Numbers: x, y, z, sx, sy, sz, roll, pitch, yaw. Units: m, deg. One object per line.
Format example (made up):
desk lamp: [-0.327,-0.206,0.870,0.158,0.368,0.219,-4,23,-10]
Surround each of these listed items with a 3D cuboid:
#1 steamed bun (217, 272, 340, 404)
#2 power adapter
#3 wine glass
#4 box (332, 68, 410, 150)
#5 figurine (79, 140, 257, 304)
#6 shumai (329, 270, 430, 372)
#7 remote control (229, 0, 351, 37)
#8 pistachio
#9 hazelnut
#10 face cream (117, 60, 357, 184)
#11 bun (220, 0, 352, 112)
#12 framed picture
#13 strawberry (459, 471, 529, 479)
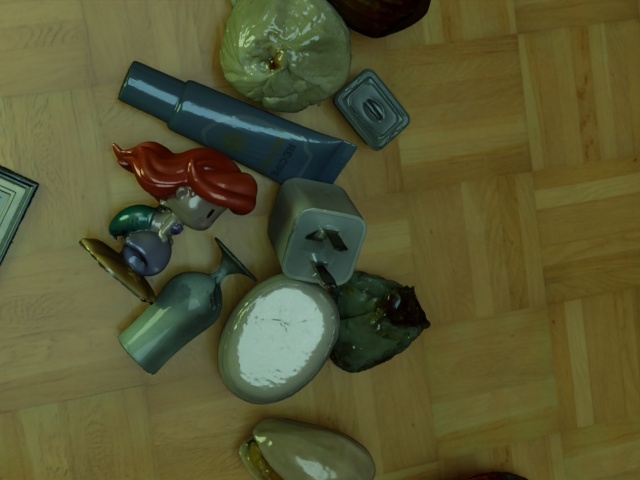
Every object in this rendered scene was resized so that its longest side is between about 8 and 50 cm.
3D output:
steamed bun: [-0.074,0.161,1.563,0.177,0.131,0.228,32,89,-10]
power adapter: [0.000,0.000,1.513,0.125,0.205,0.130,10,113,-19]
wine glass: [-0.218,0.109,1.537,0.231,0.103,0.103,-45,104,-4]
box: [0.082,-0.222,1.604,0.089,0.062,0.122,-42,105,-8]
figurine: [-0.245,-0.053,1.474,0.257,0.208,0.181,-47,140,-5]
shumai: [0.096,0.150,1.602,0.184,0.142,0.184,-1,92,-15]
remote control: [-0.051,-0.377,1.566,0.221,0.042,0.078,25,89,-14]
pistachio: [-0.021,0.375,1.595,0.229,0.157,0.157,22,89,-10]
hazelnut: [0.083,-0.432,1.508,0.218,0.234,0.218,4,110,10]
face cream: [-0.139,-0.181,1.537,0.385,0.086,0.135,23,124,-16]
bun: [-0.058,-0.296,1.483,0.220,0.134,0.220,9,125,14]
framed picture: [-0.572,-0.043,1.476,0.199,0.010,0.195,25,89,-16]
strawberry: [0.281,0.550,1.622,0.310,0.292,0.292,-35,103,-2]
